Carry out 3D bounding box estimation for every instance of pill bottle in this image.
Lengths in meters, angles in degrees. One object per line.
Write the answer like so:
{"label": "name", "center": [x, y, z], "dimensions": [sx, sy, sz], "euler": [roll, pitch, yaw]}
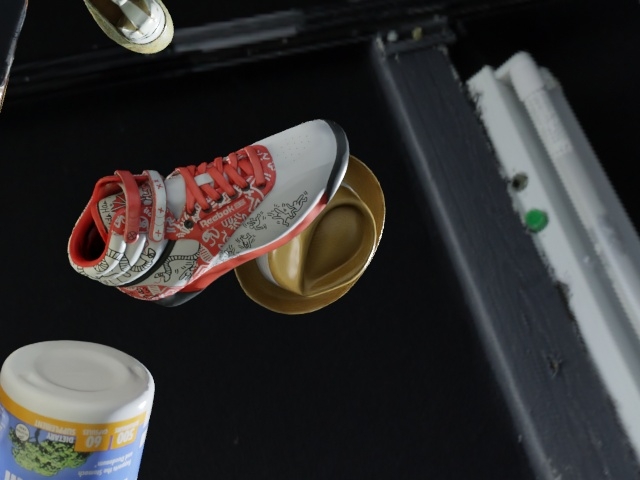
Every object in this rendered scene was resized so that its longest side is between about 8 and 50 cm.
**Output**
{"label": "pill bottle", "center": [-0.268, 0.254, 0.985], "dimensions": [0.152, 0.272, 0.152], "euler": [12, -164, -4]}

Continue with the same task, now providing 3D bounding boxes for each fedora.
{"label": "fedora", "center": [0.000, 0.000, 1.038], "dimensions": [0.194, 0.194, 0.079], "euler": [-24, -154, -16]}

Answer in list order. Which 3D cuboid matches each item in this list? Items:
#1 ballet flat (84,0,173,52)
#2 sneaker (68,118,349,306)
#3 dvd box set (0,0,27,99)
{"label": "ballet flat", "center": [-0.364, -0.438, 1.739], "dimensions": [0.123, 0.348, 0.123], "euler": [-13, -122, 22]}
{"label": "sneaker", "center": [-0.110, -0.035, 0.882], "dimensions": [0.270, 0.145, 0.090], "euler": [-35, -124, 23]}
{"label": "dvd box set", "center": [-0.327, 0.019, 0.797], "dimensions": [0.062, 0.420, 0.307], "euler": [14, -160, -19]}
